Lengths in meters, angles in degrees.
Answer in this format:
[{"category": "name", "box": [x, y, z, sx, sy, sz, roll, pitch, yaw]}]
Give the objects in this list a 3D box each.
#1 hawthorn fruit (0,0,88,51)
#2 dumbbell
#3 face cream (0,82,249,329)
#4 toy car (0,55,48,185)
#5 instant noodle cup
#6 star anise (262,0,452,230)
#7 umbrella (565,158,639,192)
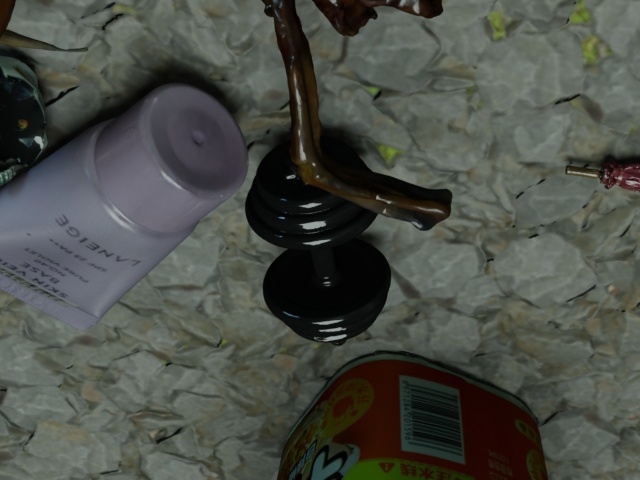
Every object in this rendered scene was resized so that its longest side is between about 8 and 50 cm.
[{"category": "hawthorn fruit", "box": [-0.258, -0.149, 0.926, 0.149, 0.149, 0.189, -19, 123, 19]}, {"category": "dumbbell", "box": [0.000, 0.000, 1.076, 0.099, 0.099, 0.208, -4, 132, 7]}, {"category": "face cream", "box": [-0.168, -0.017, 1.090, 0.154, 0.096, 0.274, 29, 140, -27]}, {"category": "toy car", "box": [-0.295, -0.087, 1.045, 0.204, 0.056, 0.095, -1, 132, 3]}, {"category": "instant noodle cup", "box": [0.071, 0.274, 1.176, 0.293, 0.308, 0.294, 2, 132, 3]}, {"category": "star anise", "box": [0.018, -0.160, 0.893, 0.237, 0.148, 0.346, -2, 121, 28]}, {"category": "umbrella", "box": [0.259, -0.042, 1.069, 0.165, 0.027, 0.025, 8, 96, -3]}]
